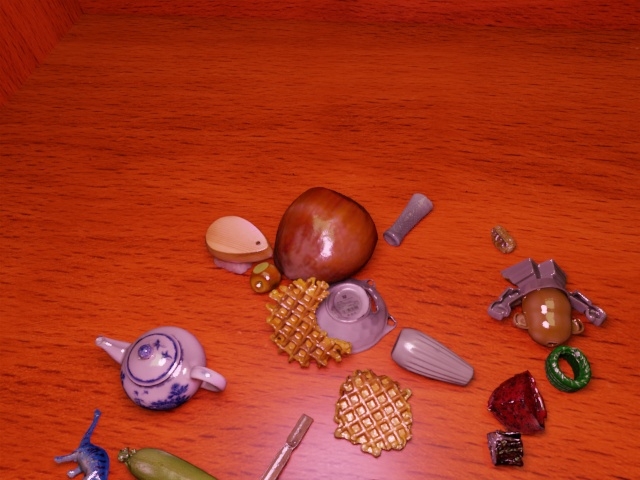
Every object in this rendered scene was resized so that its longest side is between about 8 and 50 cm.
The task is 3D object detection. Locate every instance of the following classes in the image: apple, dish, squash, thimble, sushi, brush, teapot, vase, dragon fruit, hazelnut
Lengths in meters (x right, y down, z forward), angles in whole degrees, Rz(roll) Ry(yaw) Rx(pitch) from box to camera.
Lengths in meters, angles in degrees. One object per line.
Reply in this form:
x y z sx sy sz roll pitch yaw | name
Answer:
-0.196 0.138 1.582 0.114 0.099 0.102 0 33 33 | apple
0.097 0.231 1.490 0.303 0.120 0.303 -3 56 4 | dish
-0.407 0.666 1.242 0.379 0.101 0.101 16 58 17 | squash
0.750 0.390 1.347 0.118 0.090 0.130 19 59 17 | thimble
0.513 0.577 1.231 0.084 0.098 0.094 -3 65 8 | sushi
-0.103 0.621 1.292 0.043 0.036 0.248 28 55 16 | brush
-0.480 0.375 1.338 0.424 0.280 0.252 14 59 12 | teapot
0.349 0.371 1.377 0.248 0.128 0.128 24 60 9 | vase
-0.285 0.032 1.622 0.267 0.166 0.174 18 59 21 | brush
0.586 0.480 1.315 0.127 0.120 0.161 -22 14 38 | dragon fruit
0.332 -0.075 1.702 0.096 0.096 0.219 34 67 24 | vase
0.005 -0.007 1.535 0.366 0.366 0.365 -2 55 3 | hazelnut

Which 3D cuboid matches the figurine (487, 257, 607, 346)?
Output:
0.720 0.206 1.431 0.343 0.167 0.285 -14 44 20 | figurine

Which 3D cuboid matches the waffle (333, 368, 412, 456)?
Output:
0.161 0.516 1.335 0.238 0.058 0.243 11 60 8 | waffle

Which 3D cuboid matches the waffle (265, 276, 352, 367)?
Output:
-0.050 0.268 1.418 0.260 0.069 0.293 -16 93 21 | waffle

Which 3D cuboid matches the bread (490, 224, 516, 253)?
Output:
0.674 0.000 1.641 0.066 0.060 0.110 -30 61 0 | bread

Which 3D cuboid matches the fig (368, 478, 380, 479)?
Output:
0.153 0.701 1.175 0.128 0.150 0.128 -10 72 32 | fig

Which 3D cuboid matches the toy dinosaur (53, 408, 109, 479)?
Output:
-0.676 0.658 1.286 0.144 0.076 0.329 -26 47 -21 | toy dinosaur
